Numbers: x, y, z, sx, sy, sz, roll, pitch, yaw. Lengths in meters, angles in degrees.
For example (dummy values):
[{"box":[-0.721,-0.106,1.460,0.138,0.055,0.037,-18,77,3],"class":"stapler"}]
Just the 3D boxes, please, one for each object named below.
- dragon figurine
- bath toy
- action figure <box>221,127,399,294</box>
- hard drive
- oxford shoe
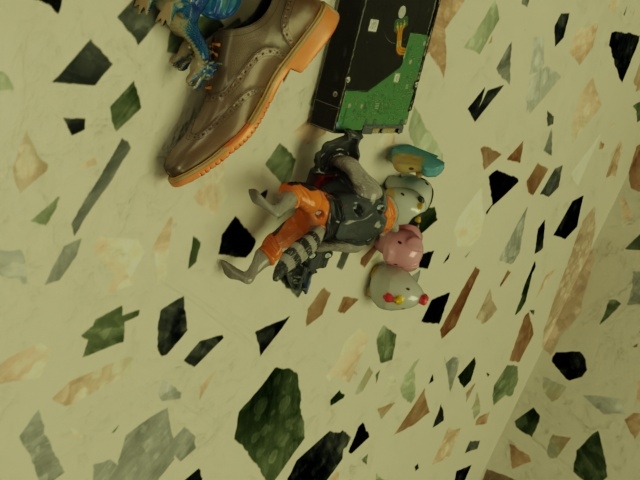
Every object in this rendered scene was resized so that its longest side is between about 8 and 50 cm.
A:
[{"box":[-0.164,-0.357,1.578,0.144,0.085,0.289,2,113,-57],"class":"dragon figurine"},{"box":[0.169,-0.008,2.238,0.151,0.129,0.348,-25,130,-46],"class":"bath toy"},{"box":[0.000,0.000,1.943,0.330,0.178,0.341,-17,135,-35],"class":"action figure"},{"box":[0.107,-0.355,1.987,0.237,0.064,0.339,-8,116,-53],"class":"hard drive"},{"box":[-0.133,-0.242,1.704,0.132,0.130,0.364,41,81,-23],"class":"oxford shoe"}]
